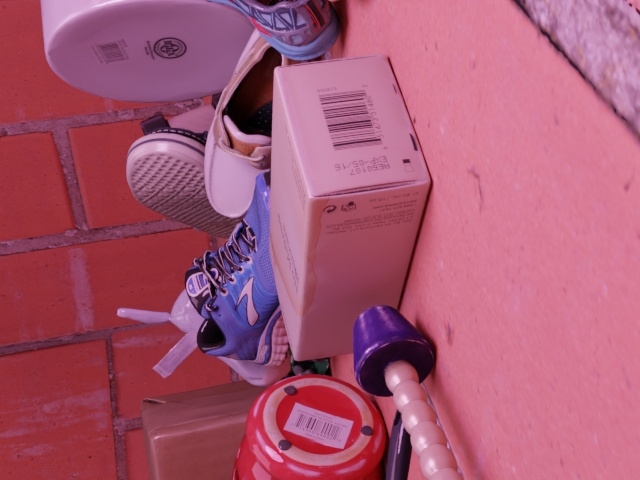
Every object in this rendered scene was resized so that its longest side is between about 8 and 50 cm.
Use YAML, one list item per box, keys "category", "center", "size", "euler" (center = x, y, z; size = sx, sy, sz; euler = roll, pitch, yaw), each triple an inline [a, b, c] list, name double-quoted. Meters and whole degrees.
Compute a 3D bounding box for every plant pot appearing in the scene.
- category: "plant pot"
  center: [-0.011, 0.272, 1.178]
  size: [0.191, 0.191, 0.174]
  euler: [-109, 23, -48]

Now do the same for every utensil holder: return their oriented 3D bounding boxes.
- category: "utensil holder"
  center: [-0.234, -0.430, 1.340]
  size: [0.327, 0.327, 0.385]
  euler: [112, 152, -72]

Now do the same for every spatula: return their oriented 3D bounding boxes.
- category: "spatula"
  center: [0.075, 0.307, 0.924]
  size: [0.084, 0.030, 0.296]
  euler: [158, 115, -70]

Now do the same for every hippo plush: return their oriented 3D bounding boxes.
- category: "hippo plush"
  center: [-0.111, 0.123, 1.529]
  size: [0.234, 0.294, 0.236]
  euler: [54, -175, 9]

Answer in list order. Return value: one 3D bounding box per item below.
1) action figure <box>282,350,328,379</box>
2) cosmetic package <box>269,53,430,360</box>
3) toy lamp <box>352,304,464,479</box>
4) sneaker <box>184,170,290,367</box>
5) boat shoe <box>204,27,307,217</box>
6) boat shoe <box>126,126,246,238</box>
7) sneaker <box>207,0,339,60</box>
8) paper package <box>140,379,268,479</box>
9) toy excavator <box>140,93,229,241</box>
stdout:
- category: "action figure"
  center: [-0.035, 0.198, 1.593]
  size: [0.232, 0.063, 0.137]
  euler: [-179, 92, -76]
- category: "cosmetic package"
  center: [0.017, -0.021, 0.962]
  size: [0.309, 0.113, 0.160]
  euler: [97, 161, -55]
- category: "toy lamp"
  center: [0.085, 0.160, 0.819]
  size: [0.275, 0.080, 0.080]
  euler: [-110, 15, -52]
- category: "sneaker"
  center: [-0.099, 0.049, 1.255]
  size: [0.130, 0.147, 0.330]
  euler: [-110, 27, -46]
- category: "boat shoe"
  center: [-0.093, -0.149, 1.233]
  size: [0.103, 0.113, 0.302]
  euler: [-70, -1, -58]
- category: "boat shoe"
  center: [-0.186, -0.115, 1.608]
  size: [0.500, 0.186, 0.156]
  euler: [35, -124, -73]
- category: "sneaker"
  center: [-0.088, -0.311, 1.044]
  size: [0.262, 0.104, 0.125]
  euler: [35, 173, 15]
- category: "paper package"
  center: [-0.140, 0.420, 1.675]
  size: [0.168, 0.309, 0.325]
  euler: [-127, 29, -71]
- category: "toy excavator"
  center: [-0.208, -0.093, 2.060]
  size: [0.433, 0.222, 0.445]
  euler: [135, 112, -78]
